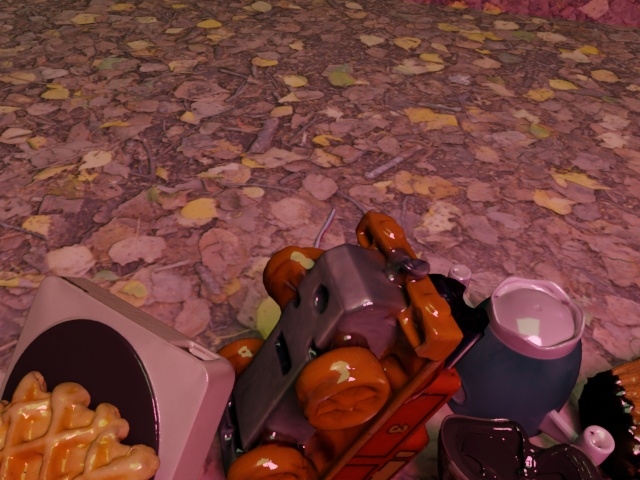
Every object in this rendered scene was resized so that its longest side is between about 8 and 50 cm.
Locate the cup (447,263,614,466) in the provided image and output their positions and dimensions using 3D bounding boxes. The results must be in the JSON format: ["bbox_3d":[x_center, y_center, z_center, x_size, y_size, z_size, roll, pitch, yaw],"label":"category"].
[{"bbox_3d":[0.251,0.141,0.655,0.167,0.173,0.300,-16,46,-17],"label":"cup"}]

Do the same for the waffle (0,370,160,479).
[{"bbox_3d":[-0.262,0.245,0.413,0.250,0.056,0.261,21,65,26],"label":"waffle"}]

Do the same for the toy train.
[{"bbox_3d":[0.022,0.155,0.536,0.231,0.369,0.163,12,35,-31],"label":"toy train"}]

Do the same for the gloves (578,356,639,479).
[{"bbox_3d":[0.500,0.212,0.604,0.356,0.155,0.203,-9,35,10],"label":"gloves"}]

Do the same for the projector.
[{"bbox_3d":[-0.233,0.197,0.536,0.257,0.079,0.259,21,90,28],"label":"projector"}]

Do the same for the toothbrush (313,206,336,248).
[{"bbox_3d":[0.000,0.000,0.911,0.019,0.013,0.193,17,45,6],"label":"toothbrush"}]

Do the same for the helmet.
[{"bbox_3d":[0.197,0.264,0.522,0.177,0.107,0.153,16,14,18],"label":"helmet"}]
